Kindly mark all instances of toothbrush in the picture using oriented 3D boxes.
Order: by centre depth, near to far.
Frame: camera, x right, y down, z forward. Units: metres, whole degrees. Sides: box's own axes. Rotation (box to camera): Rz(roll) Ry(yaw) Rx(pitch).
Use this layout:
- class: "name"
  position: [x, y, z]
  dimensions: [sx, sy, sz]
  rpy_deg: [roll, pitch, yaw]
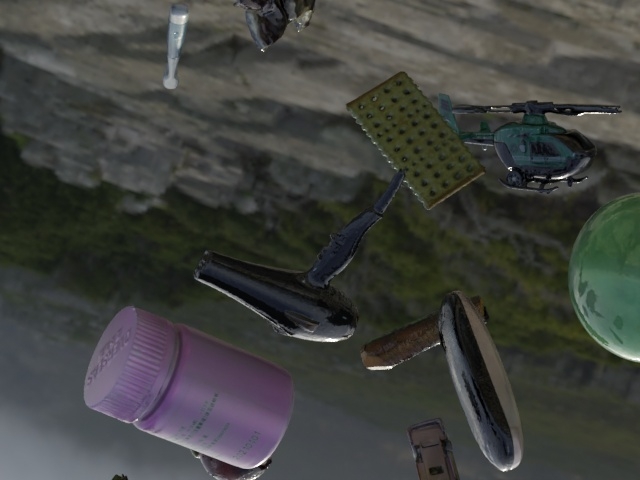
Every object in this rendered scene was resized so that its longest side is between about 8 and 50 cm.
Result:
- class: "toothbrush"
  position: [-0.151, -0.202, 1.234]
  dimensions: [0.019, 0.025, 0.276]
  rpy_deg: [4, 172, -9]

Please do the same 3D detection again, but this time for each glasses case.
- class: "glasses case"
  position: [0.260, 0.226, 1.950]
  dimensions: [0.075, 0.314, 0.122]
  rpy_deg: [-11, 147, -11]

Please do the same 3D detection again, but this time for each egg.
- class: "egg"
  position: [0.460, 0.050, 1.681]
  dimensions: [0.220, 0.220, 0.269]
  rpy_deg: [21, -147, -13]

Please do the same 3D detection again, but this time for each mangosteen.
- class: "mangosteen"
  position: [-0.170, 0.371, 2.231]
  dimensions: [0.180, 0.166, 0.166]
  rpy_deg: [-1, 161, 36]

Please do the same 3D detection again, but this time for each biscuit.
- class: "biscuit"
  position: [0.162, -0.174, 2.020]
  dimensions: [0.231, 0.139, 0.016]
  rpy_deg: [53, 160, 11]

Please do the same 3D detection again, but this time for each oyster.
- class: "oyster"
  position: [-0.037, -0.370, 1.363]
  dimensions: [0.101, 0.275, 0.271]
  rpy_deg: [2, 136, 5]

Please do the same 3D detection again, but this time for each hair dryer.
- class: "hair dryer"
  position: [0.000, 0.000, 1.912]
  dimensions: [0.304, 0.359, 0.120]
  rpy_deg: [28, -157, -28]

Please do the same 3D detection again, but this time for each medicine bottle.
- class: "medicine bottle"
  position: [-0.204, 0.231, 1.868]
  dimensions: [0.291, 0.178, 0.178]
  rpy_deg: [25, 169, -25]

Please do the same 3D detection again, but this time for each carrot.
- class: "carrot"
  position: [0.196, 0.175, 2.251]
  dimensions: [0.260, 0.070, 0.070]
  rpy_deg: [-26, 153, 18]

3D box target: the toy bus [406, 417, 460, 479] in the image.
- class: "toy bus"
  position: [0.240, 0.488, 2.386]
  dimensions: [0.090, 0.274, 0.112]
  rpy_deg: [-17, 126, 6]

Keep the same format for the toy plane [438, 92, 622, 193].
- class: "toy plane"
  position: [0.347, -0.176, 2.095]
  dimensions: [0.106, 0.155, 0.382]
  rpy_deg: [-15, -163, -41]

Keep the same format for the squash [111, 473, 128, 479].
- class: "squash"
  position: [-0.353, 0.512, 1.916]
  dimensions: [0.095, 0.341, 0.094]
  rpy_deg: [4, 126, 6]
